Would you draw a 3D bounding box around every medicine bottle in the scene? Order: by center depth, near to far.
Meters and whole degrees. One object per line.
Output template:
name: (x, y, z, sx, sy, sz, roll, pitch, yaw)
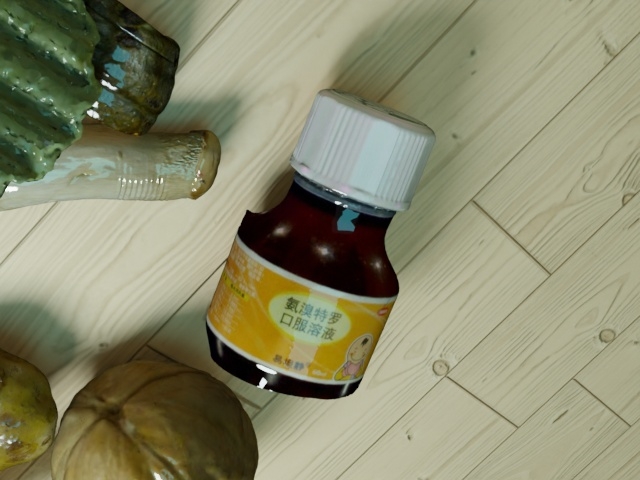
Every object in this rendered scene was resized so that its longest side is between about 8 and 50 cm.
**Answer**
medicine bottle: (0.000, 0.000, 1.200, 0.243, 0.242, 0.395, 9, 105, -27)

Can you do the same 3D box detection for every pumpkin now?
pumpkin: (-0.264, -0.221, 1.005, 0.248, 0.126, 0.131, 25, 106, -33)

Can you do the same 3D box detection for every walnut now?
walnut: (-0.230, 0.319, 1.281, 0.252, 0.277, 0.313, -1, 138, 22)

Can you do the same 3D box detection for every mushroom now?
mushroom: (-0.297, -0.084, 1.102, 0.351, 0.095, 0.122, -6, 140, -17)

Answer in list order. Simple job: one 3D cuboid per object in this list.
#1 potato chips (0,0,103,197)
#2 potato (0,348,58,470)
potato chips: (-0.433, -0.190, 0.853, 0.429, 0.070, 0.358, 33, 68, -18)
potato: (-0.537, 0.243, 1.182, 0.369, 0.195, 0.176, -12, 81, -7)
